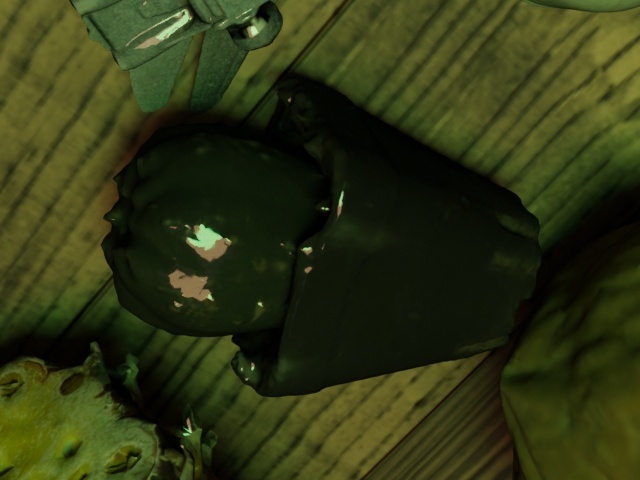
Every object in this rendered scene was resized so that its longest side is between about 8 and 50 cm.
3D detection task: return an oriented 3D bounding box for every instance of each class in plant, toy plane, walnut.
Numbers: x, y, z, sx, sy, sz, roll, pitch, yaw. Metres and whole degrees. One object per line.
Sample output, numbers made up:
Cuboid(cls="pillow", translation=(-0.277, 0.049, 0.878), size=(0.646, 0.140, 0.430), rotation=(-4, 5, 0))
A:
Cuboid(cls="plant", translation=(0.000, 0.000, 0.699), size=(0.256, 0.142, 0.164), rotation=(9, 119, -25))
Cuboid(cls="toy plane", translation=(-0.010, -0.176, 0.622), size=(0.267, 0.088, 0.212), rotation=(-27, 142, 6))
Cuboid(cls="walnut", translation=(0.273, 0.119, 0.717), size=(0.344, 0.306, 0.306), rotation=(12, 118, -2))

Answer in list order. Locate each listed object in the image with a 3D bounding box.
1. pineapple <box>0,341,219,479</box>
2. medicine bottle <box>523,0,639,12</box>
Cuboid(cls="pineapple", translation=(-0.166, 0.265, 0.723), size=(0.352, 0.352, 0.300), rotation=(-20, 127, 4))
Cuboid(cls="medicine bottle", translation=(0.115, -0.302, 0.518), size=(0.282, 0.123, 0.375), rotation=(-40, 118, -10))
